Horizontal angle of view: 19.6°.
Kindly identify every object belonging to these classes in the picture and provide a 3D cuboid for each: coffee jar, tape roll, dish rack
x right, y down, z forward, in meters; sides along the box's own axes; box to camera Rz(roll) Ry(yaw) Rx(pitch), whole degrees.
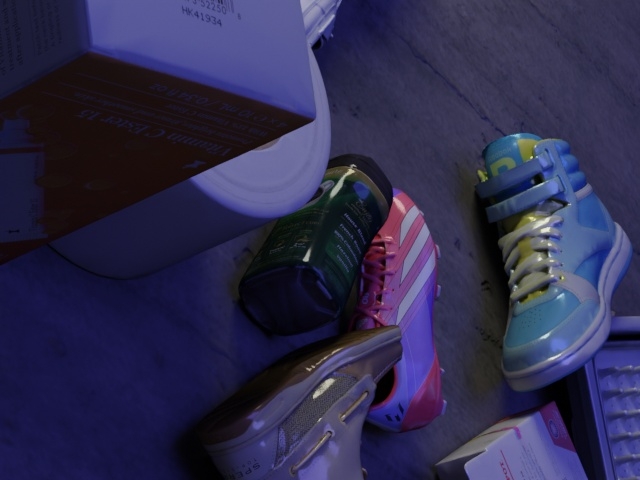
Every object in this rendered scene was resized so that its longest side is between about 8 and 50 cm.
[{"bbox_3d":[0.000,0.000,1.699,0.079,0.096,0.184,53,39,-23],"label":"coffee jar"},{"bbox_3d":[-0.131,-0.107,1.531,0.246,0.169,0.246,26,53,-41],"label":"tape roll"},{"bbox_3d":[0.391,0.227,2.059,0.332,0.072,0.286,2,74,-44],"label":"dish rack"}]

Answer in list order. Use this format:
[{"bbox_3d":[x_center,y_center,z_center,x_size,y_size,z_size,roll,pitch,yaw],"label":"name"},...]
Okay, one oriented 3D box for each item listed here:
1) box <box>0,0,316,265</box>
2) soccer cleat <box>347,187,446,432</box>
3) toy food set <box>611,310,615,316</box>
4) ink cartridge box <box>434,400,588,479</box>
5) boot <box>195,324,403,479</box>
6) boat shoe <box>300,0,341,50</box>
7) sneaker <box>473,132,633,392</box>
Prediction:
[{"bbox_3d":[-0.207,-0.121,1.292,0.215,0.345,0.168,12,63,-48],"label":"box"},{"bbox_3d":[0.063,0.061,1.765,0.095,0.083,0.248,12,65,-43],"label":"soccer cleat"},{"bbox_3d":[0.335,0.137,2.112,0.078,0.019,0.122,2,70,-51],"label":"toy food set"},{"bbox_3d":[0.184,0.246,1.826,0.198,0.067,0.115,-22,89,-55],"label":"ink cartridge box"},{"bbox_3d":[0.017,0.198,1.611,0.262,0.095,0.203,-32,101,-54],"label":"boot"},{"bbox_3d":[-0.016,-0.216,1.824,0.063,0.066,0.184,64,34,-22],"label":"boat shoe"},{"bbox_3d":[0.218,0.009,1.950,0.208,0.127,0.319,58,28,-16],"label":"sneaker"}]
